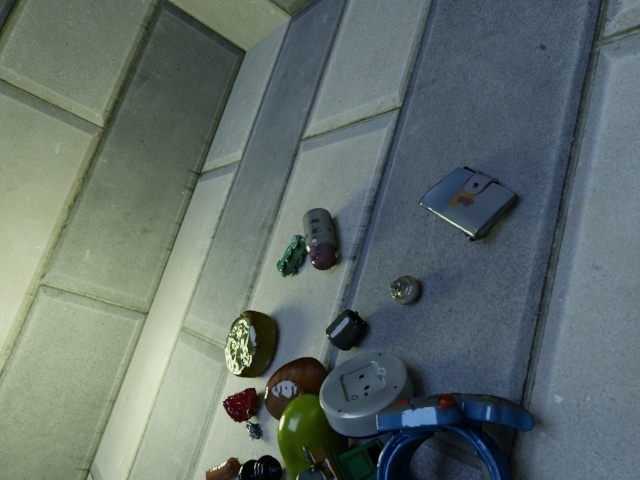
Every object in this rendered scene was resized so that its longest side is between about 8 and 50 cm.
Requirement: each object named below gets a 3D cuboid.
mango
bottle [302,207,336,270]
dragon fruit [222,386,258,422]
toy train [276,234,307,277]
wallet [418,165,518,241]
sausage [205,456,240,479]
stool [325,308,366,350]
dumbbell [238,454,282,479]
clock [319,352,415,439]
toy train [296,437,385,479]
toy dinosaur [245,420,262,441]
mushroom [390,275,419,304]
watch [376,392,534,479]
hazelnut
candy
[{"bbox_3d":[-0.012,0.542,1.265,0.149,0.185,0.273,-10,98,62],"label":"mango"},{"bbox_3d":[0.000,0.000,1.690,0.110,0.109,0.234,-43,39,32],"label":"bottle"},{"bbox_3d":[-0.272,0.599,1.726,0.162,0.083,0.107,-31,66,27],"label":"dragon fruit"},{"bbox_3d":[-0.106,0.057,1.848,0.178,0.071,0.105,-60,22,12],"label":"toy train"},{"bbox_3d":[0.382,-0.100,1.232,0.170,0.069,0.231,-44,37,1],"label":"wallet"},{"bbox_3d":[-0.340,0.817,1.691,0.169,0.065,0.065,-39,40,35],"label":"sausage"},{"bbox_3d":[0.077,0.264,1.415,0.110,0.096,0.096,-51,34,12],"label":"stool"},{"bbox_3d":[-0.189,0.729,1.486,0.208,0.099,0.099,-36,42,38],"label":"dumbbell"},{"bbox_3d":[0.114,0.377,1.181,0.230,0.083,0.230,-18,21,7],"label":"clock"},{"bbox_3d":[0.096,0.619,1.028,0.429,0.248,0.178,54,155,39],"label":"toy train"},{"bbox_3d":[-0.233,0.656,1.649,0.031,0.047,0.083,-60,34,12],"label":"toy dinosaur"},{"bbox_3d":[0.223,0.130,1.299,0.085,0.079,0.085,-33,41,34],"label":"mushroom"},{"bbox_3d":[0.273,0.441,0.925,0.305,0.241,0.275,-16,65,27],"label":"watch"},{"bbox_3d":[-0.067,0.449,1.433,0.214,0.177,0.214,-23,28,13],"label":"hazelnut"},{"bbox_3d":[-0.271,0.395,1.817,0.259,0.117,0.260,-33,47,43],"label":"candy"}]
